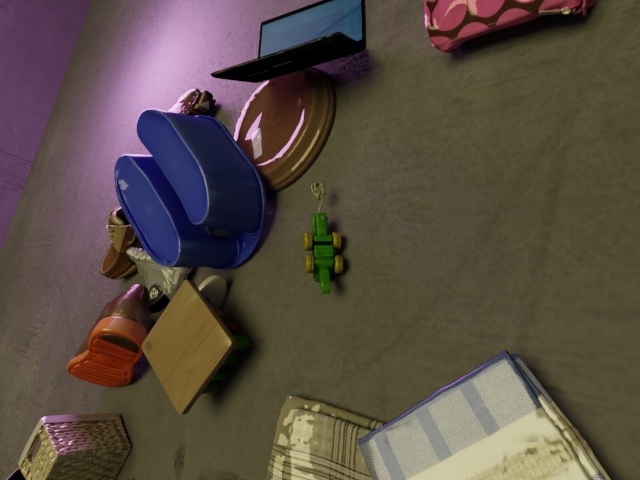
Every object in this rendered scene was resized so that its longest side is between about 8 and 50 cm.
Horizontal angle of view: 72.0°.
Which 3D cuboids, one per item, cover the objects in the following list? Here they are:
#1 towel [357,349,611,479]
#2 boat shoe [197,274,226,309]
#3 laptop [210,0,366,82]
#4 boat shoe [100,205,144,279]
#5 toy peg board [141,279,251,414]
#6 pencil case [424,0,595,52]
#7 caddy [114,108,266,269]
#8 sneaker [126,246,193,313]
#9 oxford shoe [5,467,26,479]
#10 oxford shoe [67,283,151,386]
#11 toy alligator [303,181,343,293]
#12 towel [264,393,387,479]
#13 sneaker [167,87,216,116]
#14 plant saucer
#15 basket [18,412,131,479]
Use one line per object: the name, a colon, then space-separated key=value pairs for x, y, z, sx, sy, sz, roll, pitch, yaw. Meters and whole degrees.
towel: x=0.176 y=0.271 z=0.397 sx=0.209 sy=0.034 sz=0.285 roll=-37 pitch=56 yaw=12
boat shoe: x=-0.245 y=0.137 z=0.859 sx=0.063 sy=0.066 sz=0.184 roll=42 pitch=112 yaw=43
laptop: x=-0.049 y=-0.382 z=0.795 sx=0.234 sy=0.264 sz=0.137 roll=-9 pitch=103 yaw=22
boat shoe: x=-0.461 y=-0.041 z=1.083 sx=0.324 sy=0.119 sz=0.123 roll=-47 pitch=47 yaw=17
toy peg board: x=-0.213 y=0.184 z=0.776 sx=0.160 sy=0.079 sz=0.161 roll=43 pitch=103 yaw=32
pencil case: x=0.242 y=-0.315 z=0.584 sx=0.209 sy=0.095 sz=0.098 roll=-1 pitch=88 yaw=44
caddy: x=-0.246 y=-0.098 z=0.865 sx=0.241 sy=0.179 sz=0.341 roll=-49 pitch=64 yaw=27
sneaker: x=-0.382 y=0.091 z=0.983 sx=0.228 sy=0.086 sz=0.132 roll=6 pitch=79 yaw=43
oxford shoe: x=-0.683 y=0.621 z=0.973 sx=0.396 sy=0.140 sz=0.147 roll=-7 pitch=62 yaw=49
oxford shoe: x=-0.442 y=0.219 z=0.954 sx=0.363 sy=0.129 sz=0.133 roll=-39 pitch=33 yaw=40
toy alligator: x=0.000 y=0.000 z=0.699 sx=0.051 sy=0.056 sz=0.190 roll=110 pitch=158 yaw=-62
towel: x=0.030 y=0.370 z=0.510 sx=0.324 sy=0.056 sz=0.313 roll=-2 pitch=72 yaw=43
sneaker: x=-0.312 y=-0.281 z=1.062 sx=0.162 sy=0.106 sz=0.281 roll=-44 pitch=48 yaw=16
plant saucer: x=-0.088 y=-0.228 z=0.881 sx=0.277 sy=0.041 sz=0.278 roll=-17 pitch=63 yaw=37
basket: x=-0.483 y=0.426 z=0.880 sx=0.103 sy=0.167 sz=0.113 roll=31 pitch=95 yaw=38
